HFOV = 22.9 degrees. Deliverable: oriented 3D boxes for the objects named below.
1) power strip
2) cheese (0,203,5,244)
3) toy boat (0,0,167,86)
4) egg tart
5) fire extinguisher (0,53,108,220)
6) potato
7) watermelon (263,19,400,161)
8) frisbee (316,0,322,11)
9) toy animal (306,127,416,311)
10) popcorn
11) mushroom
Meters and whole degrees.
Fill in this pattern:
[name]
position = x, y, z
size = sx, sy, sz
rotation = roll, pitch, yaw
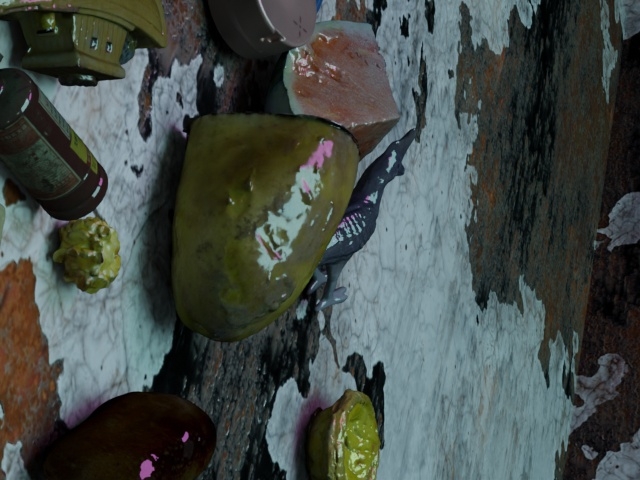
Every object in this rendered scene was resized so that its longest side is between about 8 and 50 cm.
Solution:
[power strip]
position = -0.074, -0.312, 2.010
size = 0.154, 0.078, 0.154
rotation = 28, 56, -51
[cheese]
position = -0.376, 0.043, 1.199
size = 0.265, 0.124, 0.242
rotation = 31, 57, -56
[toy boat]
position = -0.253, -0.217, 1.583
size = 0.321, 0.089, 0.121
rotation = -1, 91, -69
[egg tart]
position = 0.029, 0.303, 2.255
size = 0.191, 0.074, 0.191
rotation = -1, 90, -69
[fire extinguisher]
position = -0.292, -0.100, 1.498
size = 0.252, 0.075, 0.106
rotation = 57, 38, -52
[potato]
position = -0.082, -0.004, 1.854
size = 0.229, 0.229, 0.266
rotation = 51, 47, -56
[watermelon]
position = 0.002, -0.172, 2.112
size = 0.260, 0.176, 0.256
rotation = -4, 97, -49
[frisbee]
position = -0.027, -0.424, 2.212
size = 0.242, 0.045, 0.242
rotation = 0, 90, -68
[toy animal]
position = 0.009, 0.012, 2.180
size = 0.367, 0.081, 0.206
rotation = -44, 156, -30
[popcorn]
position = -0.241, 0.016, 1.640
size = 0.082, 0.057, 0.083
rotation = 68, 26, -54
[mushroom]
position = -0.206, 0.280, 1.658
size = 0.227, 0.148, 0.217
rotation = -25, 131, -56
